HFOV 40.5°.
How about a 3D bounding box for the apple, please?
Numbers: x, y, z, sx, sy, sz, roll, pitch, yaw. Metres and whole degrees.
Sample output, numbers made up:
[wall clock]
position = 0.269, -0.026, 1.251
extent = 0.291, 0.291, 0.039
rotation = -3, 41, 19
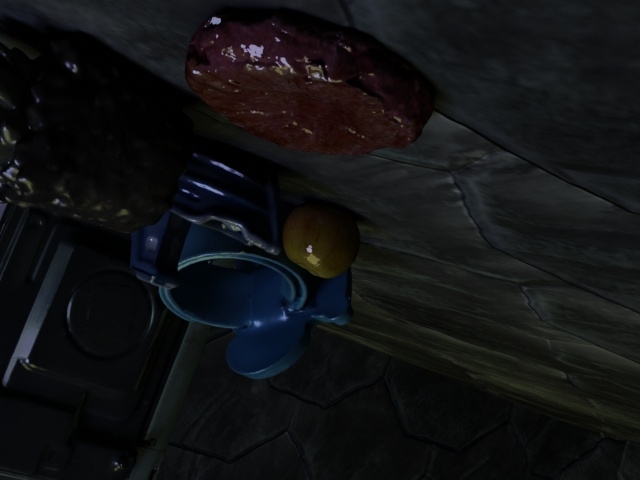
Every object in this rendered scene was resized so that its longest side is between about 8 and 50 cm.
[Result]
[apple]
position = 0.000, 0.000, 0.907
extent = 0.084, 0.071, 0.084
rotation = 20, 169, 4

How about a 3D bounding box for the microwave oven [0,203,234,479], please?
[microwave oven]
position = -0.318, 0.097, 1.111
extent = 0.333, 0.394, 0.247
rotation = 26, 169, -36

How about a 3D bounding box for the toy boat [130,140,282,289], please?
[toy boat]
position = -0.165, -0.031, 0.854
extent = 0.309, 0.142, 0.129
rotation = 13, 171, 28

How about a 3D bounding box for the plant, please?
[plant]
position = -0.203, -0.086, 0.670
extent = 0.194, 0.129, 0.132
rotation = 21, 169, -29

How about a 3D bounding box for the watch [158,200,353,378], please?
[watch]
position = -0.080, 0.029, 0.995
extent = 0.211, 0.211, 0.193
rotation = 11, 157, 41

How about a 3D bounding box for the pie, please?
[pie]
position = -0.010, -0.089, 0.522
extent = 0.154, 0.038, 0.153
rotation = 17, 169, 4
